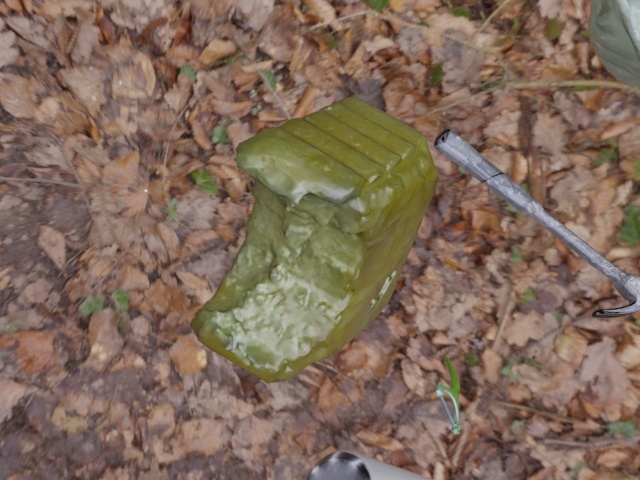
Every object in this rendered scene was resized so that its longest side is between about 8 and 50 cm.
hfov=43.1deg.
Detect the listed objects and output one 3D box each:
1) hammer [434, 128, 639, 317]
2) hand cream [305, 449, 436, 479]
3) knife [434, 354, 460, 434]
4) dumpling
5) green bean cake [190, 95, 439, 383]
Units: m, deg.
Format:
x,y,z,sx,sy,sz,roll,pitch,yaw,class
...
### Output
x,y,z,sx,sy,sz,roll,pitch,yaw,class
0.360,-0.044,1.303,0.427,0.044,0.152,42,74,11,hammer
0.114,0.405,1.216,0.185,0.118,0.359,-42,138,11,hand cream
0.185,0.207,1.147,0.023,0.166,0.078,-16,103,15,knife
0.473,-0.302,1.199,0.108,0.152,0.219,-46,127,0,dumpling
0.000,0.000,0.778,0.124,0.233,0.236,31,123,20,green bean cake
